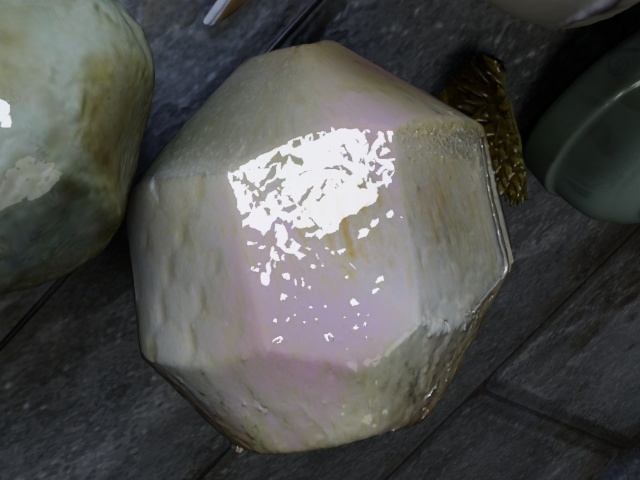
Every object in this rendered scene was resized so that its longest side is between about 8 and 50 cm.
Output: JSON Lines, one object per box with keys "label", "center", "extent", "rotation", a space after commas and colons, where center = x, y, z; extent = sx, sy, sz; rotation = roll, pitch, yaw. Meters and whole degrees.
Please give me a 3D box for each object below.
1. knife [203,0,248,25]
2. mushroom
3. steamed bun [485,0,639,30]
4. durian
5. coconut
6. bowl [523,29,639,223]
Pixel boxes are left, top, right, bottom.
{"label": "knife", "center": [-0.008, -0.266, 0.984], "extent": [0.256, 0.022, 0.046], "rotation": [-47, 171, 16]}
{"label": "mushroom", "center": [-0.213, -0.068, 0.864], "extent": [0.267, 0.164, 0.189], "rotation": [-15, 142, -39]}
{"label": "steamed bun", "center": [0.213, -0.337, 0.886], "extent": [0.374, 0.241, 0.374], "rotation": [-46, -168, 12]}
{"label": "durian", "center": [0.169, -0.107, 1.367], "extent": [0.252, 0.144, 0.139], "rotation": [58, 44, -54]}
{"label": "coconut", "center": [0.000, 0.000, 1.093], "extent": [0.353, 0.352, 0.352], "rotation": [-30, 149, -20]}
{"label": "bowl", "center": [0.405, -0.129, 1.480], "extent": [0.307, 0.163, 0.307], "rotation": [-28, 157, -13]}
